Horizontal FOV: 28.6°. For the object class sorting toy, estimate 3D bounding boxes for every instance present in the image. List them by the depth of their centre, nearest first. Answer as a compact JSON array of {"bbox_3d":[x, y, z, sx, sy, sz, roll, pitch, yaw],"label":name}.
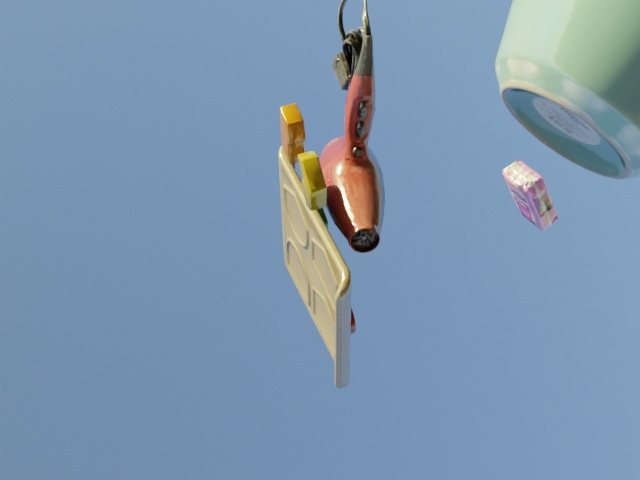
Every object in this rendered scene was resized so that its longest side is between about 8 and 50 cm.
[{"bbox_3d":[0.000,0.000,1.438,0.041,0.307,0.229,-15,-126,-11],"label":"sorting toy"}]

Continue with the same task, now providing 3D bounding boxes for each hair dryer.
[{"bbox_3d":[0.031,-0.125,1.484,0.080,0.223,0.294,-7,-103,0],"label":"hair dryer"}]

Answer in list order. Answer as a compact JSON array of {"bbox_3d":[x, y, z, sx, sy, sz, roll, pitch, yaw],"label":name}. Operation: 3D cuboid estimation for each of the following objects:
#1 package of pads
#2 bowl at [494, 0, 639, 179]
[{"bbox_3d":[0.254,-0.055,1.514,0.032,0.050,0.083,-38,-45,-5],"label":"package of pads"},{"bbox_3d":[0.322,-0.184,1.420,0.311,0.311,0.163,37,-95,-13],"label":"bowl"}]
